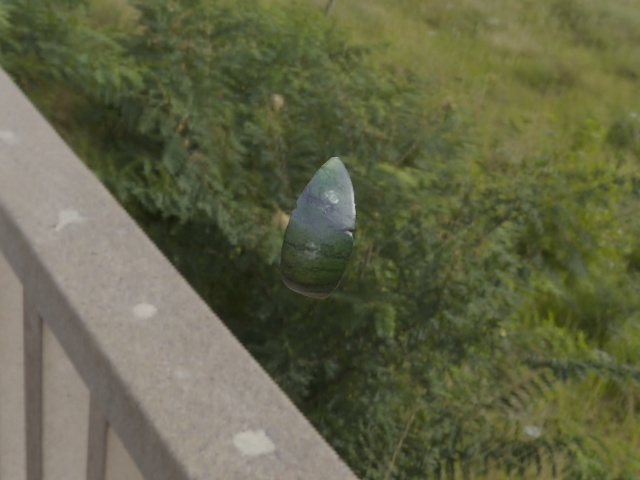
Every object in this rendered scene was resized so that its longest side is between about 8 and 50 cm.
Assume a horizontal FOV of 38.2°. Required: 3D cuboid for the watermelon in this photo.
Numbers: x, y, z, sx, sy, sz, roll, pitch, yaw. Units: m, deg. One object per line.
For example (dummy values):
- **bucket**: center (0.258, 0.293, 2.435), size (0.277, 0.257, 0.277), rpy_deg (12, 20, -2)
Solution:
- **watermelon**: center (0.007, 0.005, 1.054), size (0.075, 0.181, 0.092), rpy_deg (25, 31, 17)
